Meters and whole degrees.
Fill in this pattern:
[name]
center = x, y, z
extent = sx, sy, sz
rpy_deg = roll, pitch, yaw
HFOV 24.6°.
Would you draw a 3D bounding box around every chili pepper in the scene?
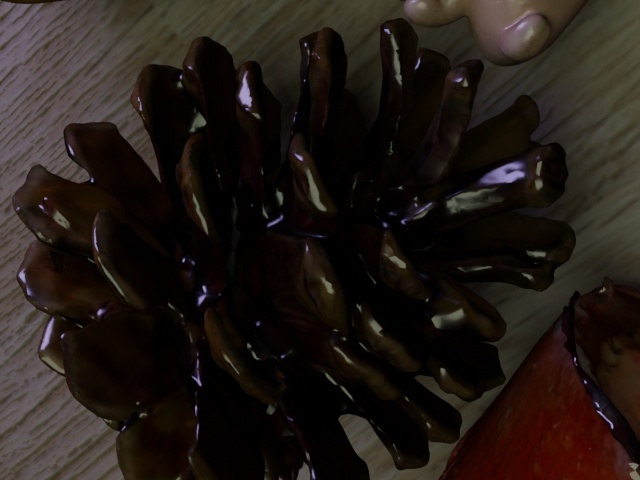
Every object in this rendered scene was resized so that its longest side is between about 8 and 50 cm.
[chili pepper]
center = 0.178, 0.192, 1.071
extent = 0.305, 0.229, 0.251
rpy_deg = -46, 41, 34

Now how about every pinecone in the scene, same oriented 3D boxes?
[pinecone]
center = 0.000, 0.000, 1.038
extent = 0.384, 0.384, 0.384
rpy_deg = 7, 107, 23

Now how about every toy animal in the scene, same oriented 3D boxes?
[toy animal]
center = 0.108, -0.225, 1.033
extent = 0.197, 0.171, 0.171
rpy_deg = 38, 117, 7

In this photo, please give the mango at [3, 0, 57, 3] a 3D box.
[mango]
center = -0.177, -0.388, 1.071
extent = 0.300, 0.232, 0.446
rpy_deg = 35, 106, 38
